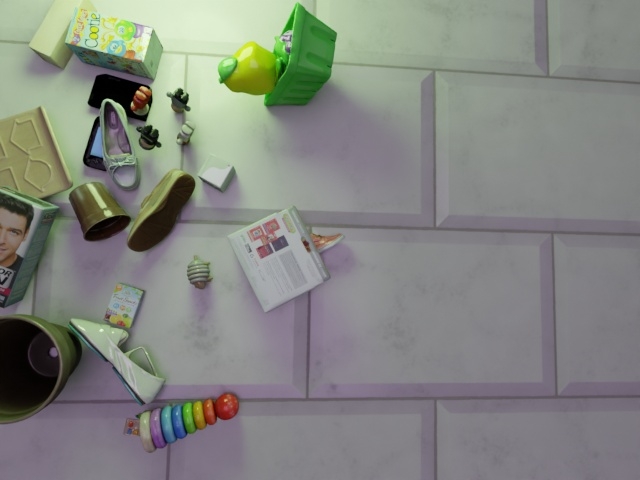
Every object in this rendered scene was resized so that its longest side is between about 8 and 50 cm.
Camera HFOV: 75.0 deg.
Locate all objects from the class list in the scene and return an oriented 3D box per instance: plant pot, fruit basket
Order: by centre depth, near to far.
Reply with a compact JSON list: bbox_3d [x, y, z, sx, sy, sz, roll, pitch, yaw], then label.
[{"bbox_3d":[-0.948,0.393,1.371,0.324,0.280,0.322,1,85,-6],"label":"plant pot"},{"bbox_3d":[-0.169,-0.634,1.482,0.393,0.392,0.282,9,85,-5],"label":"fruit basket"},{"bbox_3d":[-0.799,-0.108,1.493,0.167,0.167,0.165,-34,81,-7],"label":"plant pot"}]

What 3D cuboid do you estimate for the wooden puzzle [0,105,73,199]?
[{"bbox_3d":[-1.099,-0.281,1.516,0.348,0.080,0.321,-22,88,-2],"label":"wooden puzzle"}]

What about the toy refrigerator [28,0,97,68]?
[{"bbox_3d":[-0.957,-0.793,1.553,0.094,0.102,0.269,25,84,-3],"label":"toy refrigerator"}]

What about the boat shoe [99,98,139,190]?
[{"bbox_3d":[-0.732,-0.340,1.507,0.118,0.103,0.319,-7,100,-16],"label":"boat shoe"}]

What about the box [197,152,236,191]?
[{"bbox_3d":[-0.389,-0.253,1.571,0.102,0.087,0.101,29,83,-3],"label":"box"}]

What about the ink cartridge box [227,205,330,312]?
[{"bbox_3d":[-0.148,0.066,1.545,0.272,0.130,0.309,-26,89,-4],"label":"ink cartridge box"}]

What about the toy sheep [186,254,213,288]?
[{"bbox_3d":[-0.449,0.117,1.541,0.091,0.091,0.131,-14,73,-6],"label":"toy sheep"}]

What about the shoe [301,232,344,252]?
[{"bbox_3d":[0.000,0.000,1.599,0.178,0.063,0.081,-29,93,-1],"label":"shoe"}]

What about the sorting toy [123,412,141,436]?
[{"bbox_3d":[-0.675,0.665,1.510,0.062,0.012,0.083,10,85,-4],"label":"sorting toy"}]

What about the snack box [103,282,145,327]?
[{"bbox_3d":[-0.716,0.237,1.527,0.100,0.037,0.141,19,84,-5],"label":"snack box"}]

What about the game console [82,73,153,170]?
[{"bbox_3d":[-0.778,-0.436,1.571,0.214,0.044,0.360,14,85,-4],"label":"game console"}]

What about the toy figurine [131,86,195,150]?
[{"bbox_3d":[-0.573,-0.443,1.528,0.210,0.148,0.212,-14,88,-29],"label":"toy figurine"}]

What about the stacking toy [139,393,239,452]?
[{"bbox_3d":[-0.454,0.633,1.483,0.331,0.141,0.141,-12,87,-12],"label":"stacking toy"}]

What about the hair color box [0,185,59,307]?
[{"bbox_3d":[-1.079,0.020,1.433,0.186,0.113,0.374,24,94,-9],"label":"hair color box"}]

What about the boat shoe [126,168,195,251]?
[{"bbox_3d":[-0.597,-0.112,1.539,0.110,0.121,0.341,29,78,35],"label":"boat shoe"}]

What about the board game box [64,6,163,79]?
[{"bbox_3d":[-0.754,-0.723,1.545,0.276,0.144,0.141,13,84,-5],"label":"board game box"}]

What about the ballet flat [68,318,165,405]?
[{"bbox_3d":[-0.708,0.402,1.483,0.139,0.139,0.400,-41,94,-7],"label":"ballet flat"}]
